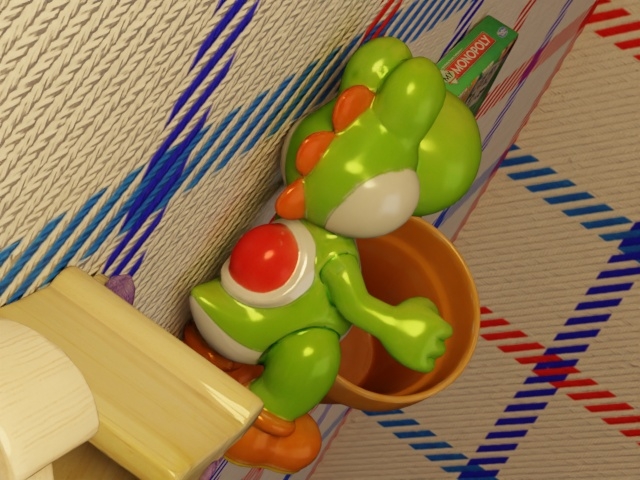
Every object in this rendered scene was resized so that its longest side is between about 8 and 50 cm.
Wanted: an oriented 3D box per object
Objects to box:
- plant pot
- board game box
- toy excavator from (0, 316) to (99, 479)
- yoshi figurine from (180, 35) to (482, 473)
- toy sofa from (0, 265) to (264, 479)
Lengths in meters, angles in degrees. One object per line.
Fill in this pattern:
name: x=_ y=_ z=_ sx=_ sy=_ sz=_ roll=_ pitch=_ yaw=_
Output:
plant pot: x=0.034 y=0.090 z=1.460 sx=0.205 sy=0.205 sz=0.188 roll=-50 pitch=-176 yaw=-29
board game box: x=0.105 y=-0.086 z=1.594 sx=0.213 sy=0.046 sz=0.317 roll=-45 pitch=166 yaw=-43
toy excavator: x=-0.224 y=0.305 z=0.699 sx=0.445 sy=0.433 sz=0.222 roll=-29 pitch=179 yaw=20
yoshi figurine: x=0.024 y=0.006 z=1.156 sx=0.362 sy=0.203 sz=0.203 roll=-62 pitch=-176 yaw=22
toy sofa: x=-0.184 y=0.203 z=0.870 sx=0.362 sy=0.150 sz=0.177 roll=-59 pitch=168 yaw=20
